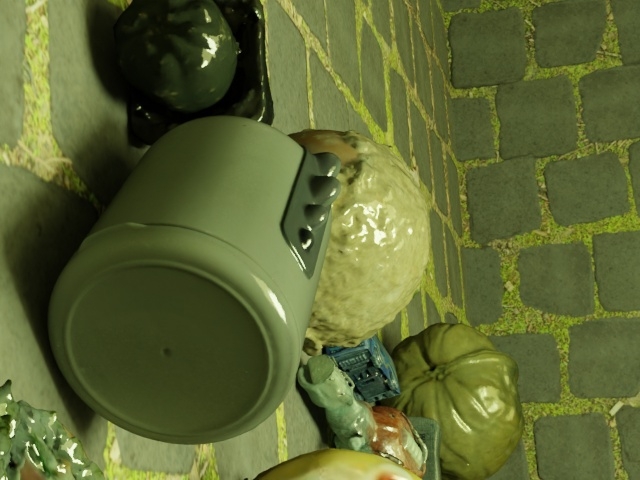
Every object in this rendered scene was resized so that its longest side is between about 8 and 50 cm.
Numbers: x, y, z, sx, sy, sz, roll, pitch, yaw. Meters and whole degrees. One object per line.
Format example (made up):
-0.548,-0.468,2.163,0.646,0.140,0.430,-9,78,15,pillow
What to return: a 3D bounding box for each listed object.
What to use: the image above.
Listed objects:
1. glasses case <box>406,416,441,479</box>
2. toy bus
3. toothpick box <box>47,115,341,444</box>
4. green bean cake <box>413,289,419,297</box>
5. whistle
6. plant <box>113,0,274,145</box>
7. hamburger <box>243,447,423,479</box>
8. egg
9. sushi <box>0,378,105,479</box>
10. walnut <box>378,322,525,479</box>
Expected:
0.140,0.452,1.857,0.074,0.131,0.323,71,17,-66,glasses case
0.065,0.194,1.825,0.236,0.079,0.094,58,13,-58,toy bus
-0.089,0.008,1.029,0.316,0.229,0.229,-72,151,-58,toothpick box
0.044,-0.006,1.567,0.113,0.200,0.214,-3,86,-32,green bean cake
0.067,0.285,1.694,0.346,0.133,0.142,57,37,-42,whistle
-0.120,-0.171,1.171,0.256,0.142,0.164,45,42,-72,plant
0.015,0.343,1.130,0.303,0.261,0.186,54,2,-16,hamburger
0.000,0.000,1.322,0.310,0.279,0.279,91,-2,-66,egg
-0.214,0.204,0.643,0.274,0.139,0.184,-87,161,-54,sushi
0.238,0.293,2.072,0.253,0.282,0.277,-49,153,-16,walnut
